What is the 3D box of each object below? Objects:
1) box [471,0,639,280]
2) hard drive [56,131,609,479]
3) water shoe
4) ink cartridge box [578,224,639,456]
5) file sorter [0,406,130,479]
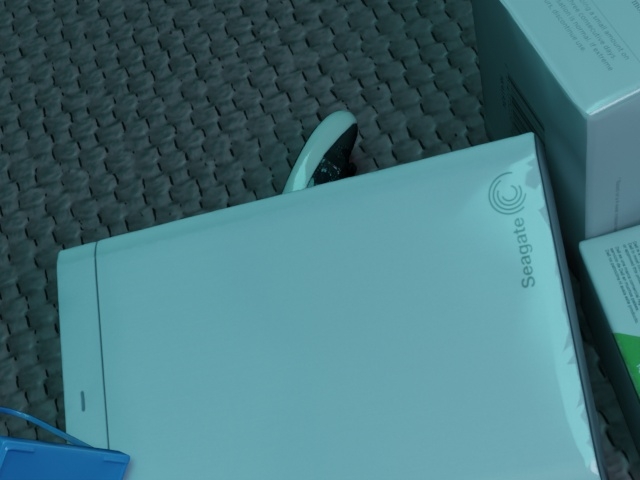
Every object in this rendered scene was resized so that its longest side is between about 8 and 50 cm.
[{"bbox_3d":[0.296,-0.151,0.864,0.345,0.215,0.168,-24,57,-4],"label":"box"},{"bbox_3d":[-0.007,0.081,0.823,0.353,0.047,0.233,-13,71,17],"label":"hard drive"},{"bbox_3d":[0.000,0.000,0.933,0.080,0.073,0.203,23,72,4],"label":"water shoe"},{"bbox_3d":[0.293,0.052,0.819,0.208,0.087,0.153,-16,57,3],"label":"ink cartridge box"},{"bbox_3d":[-0.222,0.195,0.790,0.104,0.118,0.170,18,87,34],"label":"file sorter"}]
